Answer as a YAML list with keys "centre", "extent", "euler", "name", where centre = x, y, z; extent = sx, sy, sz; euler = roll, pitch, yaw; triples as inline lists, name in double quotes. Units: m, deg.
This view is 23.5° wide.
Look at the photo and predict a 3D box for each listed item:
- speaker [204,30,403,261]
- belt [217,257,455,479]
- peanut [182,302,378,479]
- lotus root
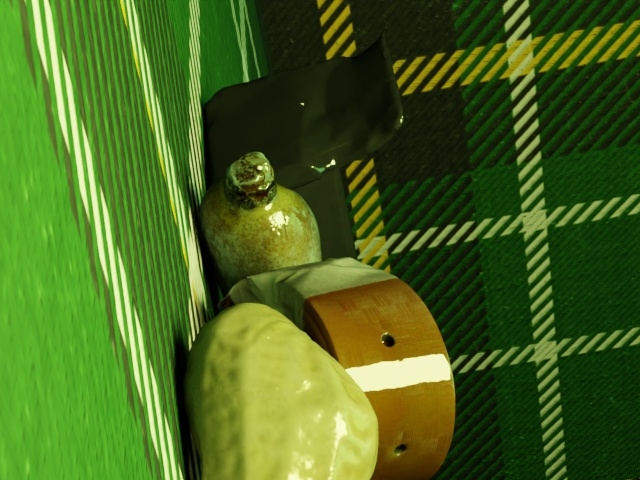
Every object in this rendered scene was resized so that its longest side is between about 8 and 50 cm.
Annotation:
- centre: [0.000, 0.000, 1.522]
  extent: [0.180, 0.184, 0.388]
  euler: [-98, 179, -46]
  name: "speaker"
- centre: [0.004, 0.105, 1.170]
  extent: [0.261, 0.105, 0.184]
  euler: [-176, -103, -69]
  name: "belt"
- centre: [-0.019, 0.164, 0.978]
  extent: [0.111, 0.125, 0.274]
  euler: [77, 3, -62]
  name: "peanut"
- centre: [-0.052, -0.001, 1.282]
  extent: [0.113, 0.088, 0.192]
  euler: [36, -25, 26]
  name: "lotus root"
